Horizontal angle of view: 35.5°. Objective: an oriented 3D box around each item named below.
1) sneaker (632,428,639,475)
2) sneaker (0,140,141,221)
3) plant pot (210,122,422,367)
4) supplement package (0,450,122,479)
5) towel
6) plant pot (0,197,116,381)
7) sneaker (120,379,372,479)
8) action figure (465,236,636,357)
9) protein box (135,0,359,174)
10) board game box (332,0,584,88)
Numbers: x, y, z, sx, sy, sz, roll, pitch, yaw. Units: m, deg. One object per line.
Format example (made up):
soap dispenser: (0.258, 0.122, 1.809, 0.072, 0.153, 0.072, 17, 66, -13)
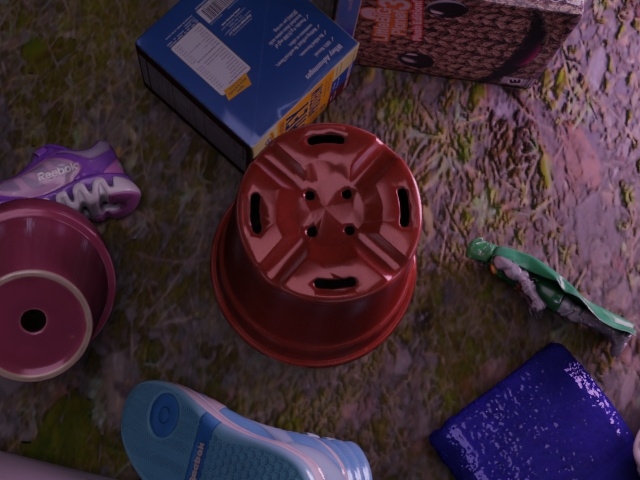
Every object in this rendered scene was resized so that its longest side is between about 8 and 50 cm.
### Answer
sneaker: (0.513, 0.221, 1.241, 0.366, 0.135, 0.150, -36, 116, -28)
sneaker: (-0.353, -0.067, 1.265, 0.236, 0.095, 0.105, -13, 71, -12)
plant pot: (0.000, 0.000, 1.181, 0.272, 0.265, 0.273, 1, 76, -4)
supplement package: (-0.303, 0.355, 1.101, 0.292, 0.177, 0.175, 14, 91, 0)
towel: (0.300, 0.306, 1.233, 0.227, 0.076, 0.308, -32, 80, -18)
plant pot: (-0.332, 0.068, 1.144, 0.201, 0.180, 0.201, -4, 107, -15)
sneaker: (-0.079, 0.263, 1.194, 0.319, 0.208, 0.127, 23, 94, 37)
action figure: (0.287, 0.066, 1.275, 0.232, 0.137, 0.063, 34, 89, 13)
protein box: (-0.094, -0.228, 1.295, 0.201, 0.136, 0.200, 42, 77, 6)
board game box: (0.167, -0.322, 1.289, 0.290, 0.232, 0.141, 7, 76, -2)
